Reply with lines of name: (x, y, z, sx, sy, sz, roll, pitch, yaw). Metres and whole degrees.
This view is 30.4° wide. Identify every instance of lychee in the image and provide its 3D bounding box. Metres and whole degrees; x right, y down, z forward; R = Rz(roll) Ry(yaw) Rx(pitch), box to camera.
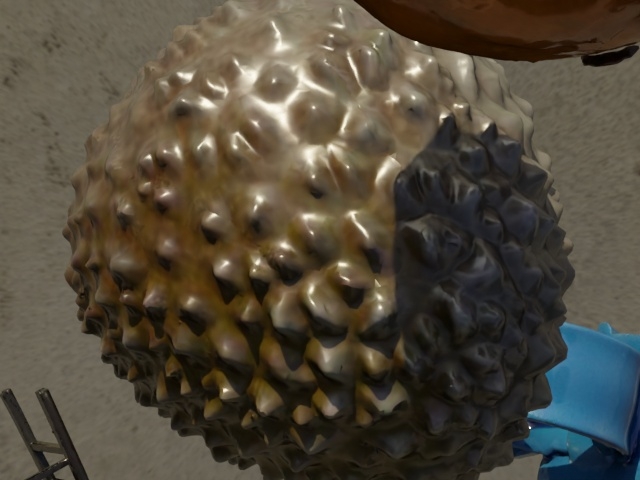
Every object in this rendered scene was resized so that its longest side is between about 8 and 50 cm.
lychee: (0.000, 0.000, 0.882, 0.380, 0.380, 0.432, -35, 51, 0)

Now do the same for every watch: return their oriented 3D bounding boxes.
watch: (0.276, 0.192, 1.522, 0.274, 0.305, 0.241, 28, 68, -37)

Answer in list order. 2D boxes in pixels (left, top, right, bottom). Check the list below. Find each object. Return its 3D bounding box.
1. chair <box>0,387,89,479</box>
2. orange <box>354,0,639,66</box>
chair: (-0.195, 0.214, 0.826, 0.084, 0.101, 0.212, -26, 97, -30)
orange: (0.107, -0.214, 0.512, 0.284, 0.284, 0.226, -36, 126, 0)
